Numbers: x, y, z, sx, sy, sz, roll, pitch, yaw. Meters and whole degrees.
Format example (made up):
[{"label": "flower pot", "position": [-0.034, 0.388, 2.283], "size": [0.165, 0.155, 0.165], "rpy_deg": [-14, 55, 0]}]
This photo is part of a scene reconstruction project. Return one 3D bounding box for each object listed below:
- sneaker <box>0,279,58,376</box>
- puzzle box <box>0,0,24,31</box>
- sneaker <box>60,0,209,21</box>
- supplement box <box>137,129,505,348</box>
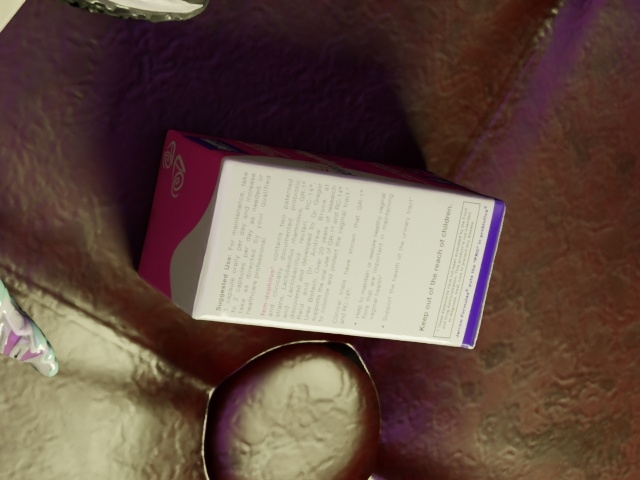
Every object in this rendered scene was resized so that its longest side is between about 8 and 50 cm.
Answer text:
[{"label": "sneaker", "position": [-0.225, 0.066, 1.093], "size": [0.069, 0.038, 0.098], "rpy_deg": [-38, 108, -11]}, {"label": "puzzle box", "position": [-0.372, -0.179, 0.872], "size": [0.409, 0.052, 0.272], "rpy_deg": [30, 118, -30]}, {"label": "sneaker", "position": [-0.178, -0.212, 1.003], "size": [0.271, 0.100, 0.108], "rpy_deg": [25, 87, -30]}, {"label": "supplement box", "position": [0.000, 0.000, 1.142], "size": [0.220, 0.111, 0.114], "rpy_deg": [6, 101, -28]}]
